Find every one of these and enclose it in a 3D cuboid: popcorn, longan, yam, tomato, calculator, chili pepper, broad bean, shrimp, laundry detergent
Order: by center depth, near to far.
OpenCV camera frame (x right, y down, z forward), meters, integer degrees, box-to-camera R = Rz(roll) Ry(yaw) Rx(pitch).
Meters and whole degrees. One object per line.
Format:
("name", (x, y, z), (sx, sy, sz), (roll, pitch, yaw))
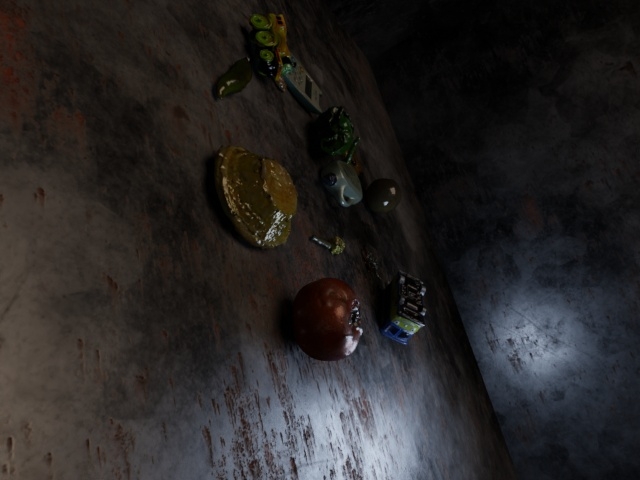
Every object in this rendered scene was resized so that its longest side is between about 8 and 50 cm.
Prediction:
("tomato", (0.013, 0.228, 1.167), (0.232, 0.189, 0.231), (21, 67, -61))
("broad bean", (-0.279, -0.550, 1.390), (0.077, 0.061, 0.339), (45, 31, -26))
("yam", (0.000, 0.000, 1.525), (0.129, 0.027, 0.033), (31, 82, -55))
("popcorn", (0.065, 0.019, 1.608), (0.068, 0.060, 0.083), (-84, 151, -47))
("shrimp", (-0.194, -0.714, 1.741), (0.184, 0.043, 0.091), (59, 18, -33))
("laundry detergent", (0.089, -0.250, 1.828), (0.280, 0.105, 0.214), (-18, 88, -67))
("chili pepper", (0.056, -0.503, 1.896), (0.385, 0.168, 0.213), (-74, 147, -66))
("calculator", (-0.121, -0.771, 1.917), (0.386, 0.055, 0.256), (44, 33, -38))
("longan", (0.343, -0.246, 2.244), (0.196, 0.197, 0.220), (65, 21, -6))

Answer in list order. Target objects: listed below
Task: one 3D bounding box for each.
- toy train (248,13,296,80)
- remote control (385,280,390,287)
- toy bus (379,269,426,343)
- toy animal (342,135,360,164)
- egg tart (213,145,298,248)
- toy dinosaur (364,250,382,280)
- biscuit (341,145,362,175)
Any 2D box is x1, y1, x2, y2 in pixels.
("toy train", (-0.193, -0.773, 1.640), (0.161, 0.100, 0.296), (-7, 70, -20))
("remote control", (0.350, 0.317, 1.972), (0.067, 0.029, 0.260), (40, 34, -44))
("toy bus", (0.362, 0.289, 1.812), (0.138, 0.175, 0.287), (27, 35, -7))
("toy animal", (0.139, -0.419, 2.016), (0.041, 0.216, 0.075), (16, 28, -17))
("egg tart", (-0.164, -0.136, 1.186), (0.341, 0.132, 0.341), (48, 30, -39))
("toy dinosaur", (0.241, 0.116, 1.888), (0.154, 0.055, 0.049), (62, 21, -6))
("biscuit", (0.160, -0.463, 2.238), (0.290, 0.041, 0.208), (39, 38, -46))
